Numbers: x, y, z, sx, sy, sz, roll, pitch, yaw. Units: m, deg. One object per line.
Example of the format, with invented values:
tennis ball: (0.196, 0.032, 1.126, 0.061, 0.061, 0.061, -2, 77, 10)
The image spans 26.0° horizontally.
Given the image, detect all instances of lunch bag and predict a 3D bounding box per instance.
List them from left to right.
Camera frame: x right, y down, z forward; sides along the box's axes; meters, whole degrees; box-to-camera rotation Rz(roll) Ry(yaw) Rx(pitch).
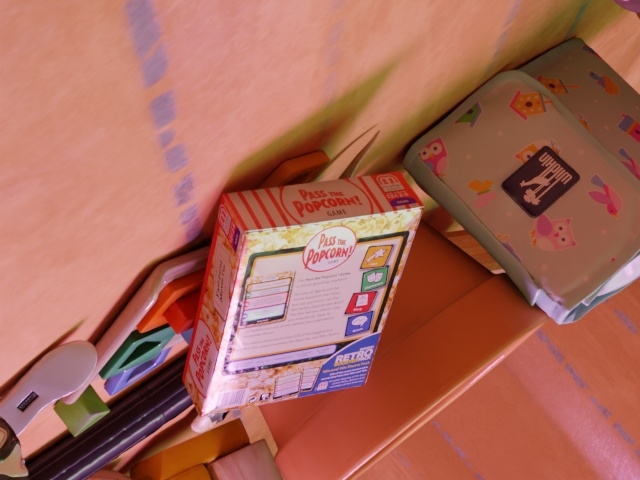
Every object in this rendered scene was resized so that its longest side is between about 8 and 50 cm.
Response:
lunch bag: (0.226, -0.051, 1.315, 0.262, 0.223, 0.160, -27, 159, -44)

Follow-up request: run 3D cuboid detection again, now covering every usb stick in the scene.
usb stick: (-0.215, 0.197, 1.337, 0.278, 0.045, 0.077, -34, 176, -26)

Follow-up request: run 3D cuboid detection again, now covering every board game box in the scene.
board game box: (-0.016, 0.042, 1.045, 0.146, 0.045, 0.193, -8, 135, -27)

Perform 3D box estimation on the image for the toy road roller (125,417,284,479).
toy road roller: (-0.209, 0.383, 1.755, 0.329, 0.202, 0.240, -19, 172, -41)

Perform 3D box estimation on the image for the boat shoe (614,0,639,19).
boat shoe: (0.332, -0.236, 1.229, 0.123, 0.123, 0.342, -29, 176, 28)

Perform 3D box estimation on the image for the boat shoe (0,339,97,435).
boat shoe: (-0.205, 0.106, 1.021, 0.100, 0.035, 0.035, -44, -163, 5)

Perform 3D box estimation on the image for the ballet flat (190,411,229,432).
ballet flat: (-0.088, 0.190, 1.744, 0.173, 0.049, 0.057, -34, 171, -15)

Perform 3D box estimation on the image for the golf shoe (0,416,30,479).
golf shoe: (-0.278, 0.179, 0.910, 0.186, 0.086, 0.067, -37, 171, 6)

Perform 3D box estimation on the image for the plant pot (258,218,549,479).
plant pot: (0.040, 0.088, 1.314, 0.291, 0.203, 0.291, -38, 169, -8)

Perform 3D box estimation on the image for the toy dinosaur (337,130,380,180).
toy dinosaur: (0.000, 0.000, 1.130, 0.053, 0.093, 0.183, 11, 124, -19)

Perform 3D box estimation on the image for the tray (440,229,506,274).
tray: (0.106, 0.074, 1.706, 0.203, 0.076, 0.411, -45, 160, 28)

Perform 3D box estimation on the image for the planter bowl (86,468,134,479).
planter bowl: (-0.245, 0.311, 1.486, 0.162, 0.162, 0.109, -39, -162, -1)

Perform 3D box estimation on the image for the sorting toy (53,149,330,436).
sorting toy: (-0.100, 0.057, 1.119, 0.196, 0.047, 0.348, -28, 165, -47)
